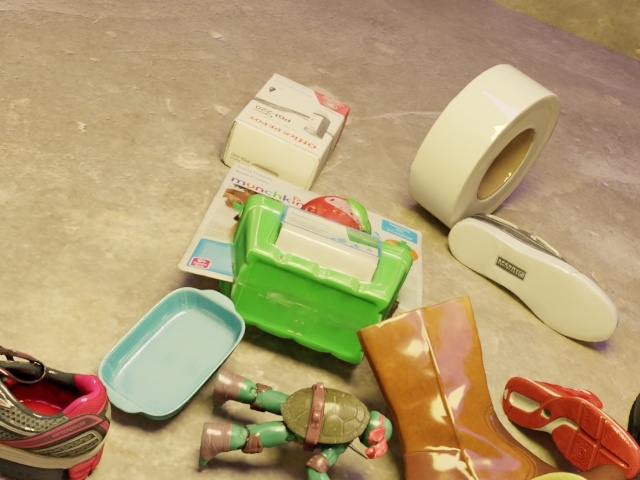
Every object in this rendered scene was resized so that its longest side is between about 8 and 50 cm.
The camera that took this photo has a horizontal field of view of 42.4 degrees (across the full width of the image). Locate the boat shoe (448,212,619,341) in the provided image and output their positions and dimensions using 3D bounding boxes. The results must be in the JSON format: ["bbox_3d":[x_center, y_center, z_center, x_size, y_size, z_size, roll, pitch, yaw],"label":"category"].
[{"bbox_3d":[0.355,0.049,1.346,0.301,0.108,0.102,32,37,24],"label":"boat shoe"}]

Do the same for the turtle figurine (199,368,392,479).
[{"bbox_3d":[-0.010,0.213,0.921,0.234,0.118,0.175,11,25,0],"label":"turtle figurine"}]

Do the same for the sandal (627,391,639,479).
[{"bbox_3d":[0.479,0.290,1.092,0.167,0.107,0.446,37,38,19],"label":"sandal"}]

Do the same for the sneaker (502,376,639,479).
[{"bbox_3d":[0.354,0.234,1.073,0.128,0.087,0.221,4,17,-31],"label":"sneaker"}]

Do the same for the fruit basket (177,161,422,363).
[{"bbox_3d":[0.000,0.000,1.157,0.327,0.165,0.353,21,32,-3],"label":"fruit basket"}]

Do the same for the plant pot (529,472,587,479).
[{"bbox_3d":[0.271,0.395,0.741,0.254,0.276,0.276,32,35,-8],"label":"plant pot"}]

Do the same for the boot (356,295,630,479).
[{"bbox_3d":[0.201,0.202,0.967,0.264,0.096,0.280,-12,67,-7],"label":"boot"}]

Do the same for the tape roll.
[{"bbox_3d":[0.280,-0.154,1.405,0.100,0.286,0.286,40,39,23],"label":"tape roll"}]

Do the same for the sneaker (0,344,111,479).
[{"bbox_3d":[-0.354,0.145,0.813,0.299,0.112,0.121,14,37,-12],"label":"sneaker"}]

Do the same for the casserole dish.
[{"bbox_3d":[-0.170,0.133,0.959,0.114,0.037,0.188,28,53,18],"label":"casserole dish"}]

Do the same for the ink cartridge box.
[{"bbox_3d":[-0.056,-0.185,1.422,0.159,0.092,0.218,24,37,2],"label":"ink cartridge box"}]
